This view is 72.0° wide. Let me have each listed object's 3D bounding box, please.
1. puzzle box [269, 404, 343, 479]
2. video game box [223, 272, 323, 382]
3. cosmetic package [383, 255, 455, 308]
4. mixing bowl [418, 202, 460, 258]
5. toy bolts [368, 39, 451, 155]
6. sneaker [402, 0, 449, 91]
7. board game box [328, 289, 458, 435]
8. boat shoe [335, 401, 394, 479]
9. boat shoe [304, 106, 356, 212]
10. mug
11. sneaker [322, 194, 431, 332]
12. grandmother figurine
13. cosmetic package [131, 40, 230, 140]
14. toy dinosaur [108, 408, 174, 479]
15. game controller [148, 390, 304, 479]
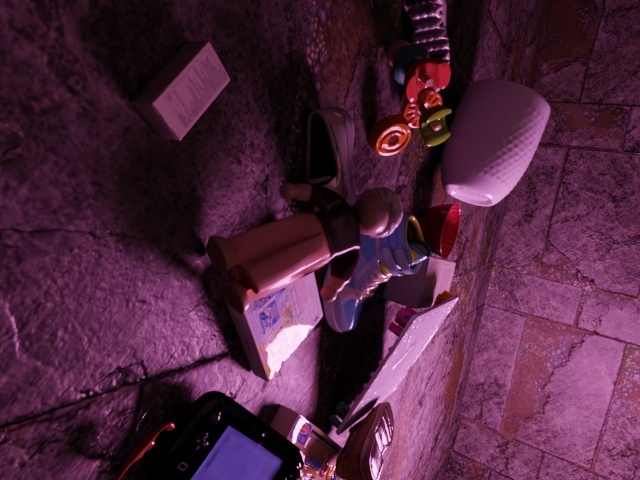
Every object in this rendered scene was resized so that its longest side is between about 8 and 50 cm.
[{"bbox_3d":[-0.059,0.570,1.014,0.272,0.052,0.409,-61,146,-24],"label":"puzzle box"},{"bbox_3d":[-0.075,0.123,0.808,0.187,0.048,0.205,-48,139,-41],"label":"video game box"},{"bbox_3d":[0.320,0.122,1.385,0.309,0.113,0.160,13,91,-58],"label":"cosmetic package"},{"bbox_3d":[0.375,-0.040,1.419,0.181,0.098,0.181,-30,128,-49],"label":"mixing bowl"},{"bbox_3d":[0.185,-0.332,1.009,0.218,0.158,0.228,-22,143,-6],"label":"toy bolts"},{"bbox_3d":[0.260,-0.498,1.050,0.118,0.110,0.292,-57,145,-45],"label":"sneaker"},{"bbox_3d":[0.214,0.322,1.232,0.390,0.050,0.390,-2,125,-58],"label":"board game box"},{"bbox_3d":[0.123,0.525,1.183,0.307,0.104,0.111,-13,89,-68],"label":"boat shoe"},{"bbox_3d":[0.014,-0.108,0.814,0.088,0.096,0.268,-19,117,-50],"label":"boat shoe"},{"bbox_3d":[0.529,-0.286,1.448,0.374,0.276,0.328,98,15,-86],"label":"mug"},{"bbox_3d":[0.124,0.073,0.954,0.127,0.208,0.319,-15,115,-57],"label":"sneaker"},{"bbox_3d":[0.000,0.000,0.718,0.342,0.104,0.208,-26,114,-29],"label":"grandmother figurine"},{"bbox_3d":[-0.167,-0.184,0.537,0.115,0.041,0.060,-59,146,-25],"label":"cosmetic package"},{"bbox_3d":[-0.235,0.278,0.590,0.082,0.090,0.047,-28,130,7],"label":"toy dinosaur"},{"bbox_3d":[-0.143,0.384,0.744,0.319,0.067,0.166,55,54,-38],"label":"game controller"}]
